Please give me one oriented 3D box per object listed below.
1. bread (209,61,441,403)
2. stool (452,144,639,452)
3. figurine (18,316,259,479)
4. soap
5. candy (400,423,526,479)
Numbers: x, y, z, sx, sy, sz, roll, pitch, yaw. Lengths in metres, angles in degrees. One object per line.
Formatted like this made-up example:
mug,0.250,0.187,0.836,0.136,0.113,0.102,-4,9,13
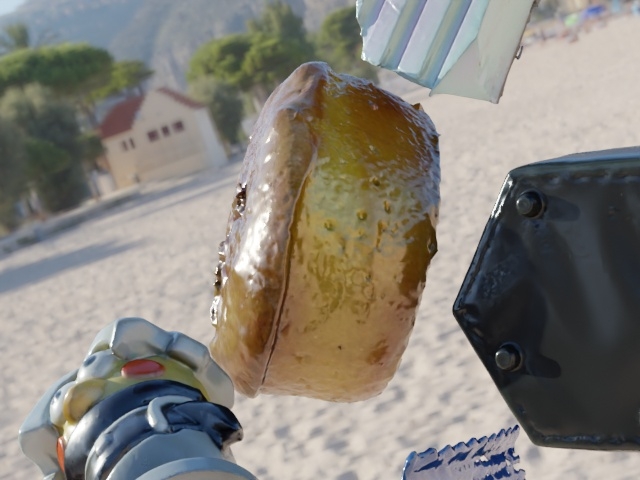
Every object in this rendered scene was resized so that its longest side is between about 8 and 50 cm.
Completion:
bread,-0.001,0.005,1.049,0.172,0.312,0.312,13,4,-5
stool,0.220,0.038,0.859,0.232,0.232,0.141,-15,-4,36
figurine,-0.126,0.160,0.835,0.176,0.133,0.236,-45,30,2
soap,0.121,-0.237,1.022,0.145,0.231,0.091,29,10,36
candy,0.064,0.259,0.588,0.077,0.331,0.187,6,-5,24
